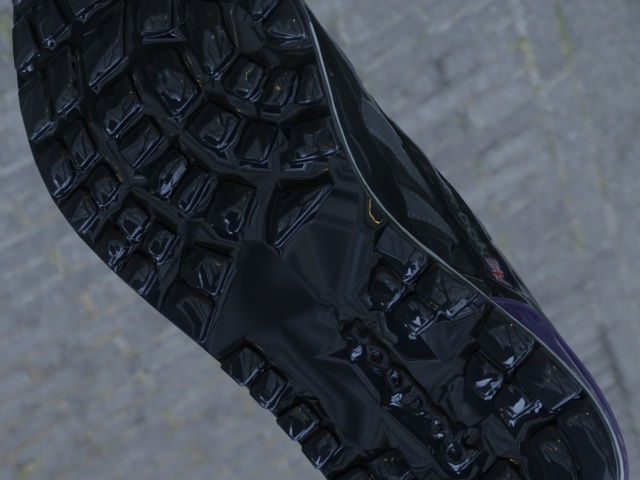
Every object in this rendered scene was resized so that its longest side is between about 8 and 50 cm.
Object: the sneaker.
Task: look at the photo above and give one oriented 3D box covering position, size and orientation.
[{"bbox_3d":[0.000,0.000,0.663,0.107,0.283,0.124,-38,170,12],"label":"sneaker"}]
